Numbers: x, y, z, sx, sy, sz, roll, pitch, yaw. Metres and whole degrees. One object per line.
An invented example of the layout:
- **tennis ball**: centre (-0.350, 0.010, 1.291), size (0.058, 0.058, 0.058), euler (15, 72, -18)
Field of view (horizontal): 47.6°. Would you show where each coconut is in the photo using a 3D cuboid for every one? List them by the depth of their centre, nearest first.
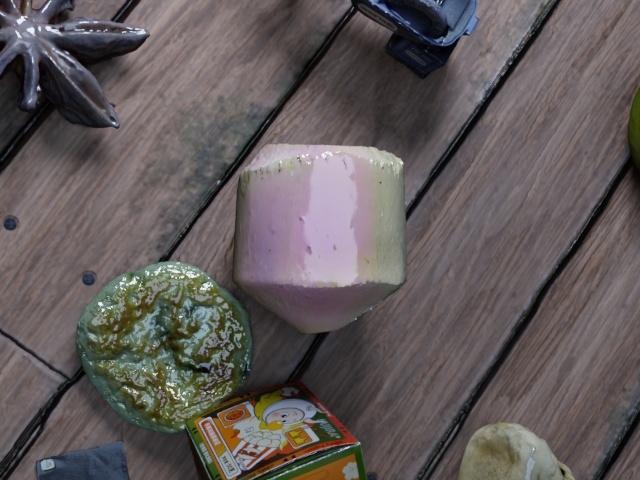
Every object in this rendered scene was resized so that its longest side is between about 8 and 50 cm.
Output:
- **coconut**: centre (0.000, 0.000, 0.956), size (0.233, 0.233, 0.245), euler (1, 95, -13)

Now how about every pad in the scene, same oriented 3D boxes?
- **pad**: centre (-0.308, 0.376, 0.981), size (0.116, 0.004, 0.193), euler (-11, 91, -13)

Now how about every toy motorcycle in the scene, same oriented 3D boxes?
- **toy motorcycle**: centre (0.053, -0.367, 0.986), size (0.358, 0.212, 0.125), euler (33, 80, -14)

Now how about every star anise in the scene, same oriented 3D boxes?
- **star anise**: centre (-0.356, -0.252, 0.939), size (0.257, 0.110, 0.198), euler (29, 67, -18)

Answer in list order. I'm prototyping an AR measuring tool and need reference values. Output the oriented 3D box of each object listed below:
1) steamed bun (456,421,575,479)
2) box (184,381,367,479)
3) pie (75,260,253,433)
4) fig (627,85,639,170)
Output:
- **steamed bun**: centre (0.299, 0.364, 1.064), size (0.155, 0.141, 0.172), euler (24, 86, -25)
- **box**: centre (-0.056, 0.297, 0.922), size (0.177, 0.195, 0.148), euler (-15, 108, -18)
- **pie**: centre (-0.207, 0.145, 0.985), size (0.240, 0.054, 0.240), euler (0, 89, -15)
- **fig**: centre (0.573, -0.192, 1.119), size (0.203, 0.203, 0.225), euler (14, 46, -12)
